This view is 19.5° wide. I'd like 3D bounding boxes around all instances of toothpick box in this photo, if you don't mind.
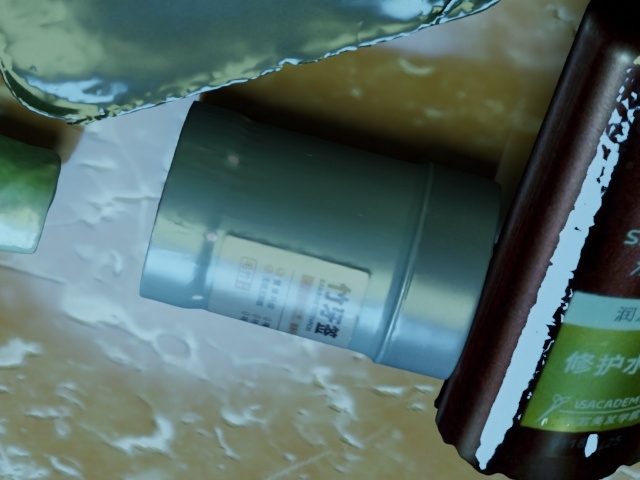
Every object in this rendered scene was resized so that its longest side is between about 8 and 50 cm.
[{"bbox_3d":[0.000,0.000,0.890,0.153,0.101,0.101,15,127,0],"label":"toothpick box"}]

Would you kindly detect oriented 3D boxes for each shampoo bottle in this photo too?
[{"bbox_3d":[0.151,-0.027,0.849,0.129,0.084,0.323,0,130,-23],"label":"shampoo bottle"}]

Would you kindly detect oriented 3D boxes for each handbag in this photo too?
[{"bbox_3d":[-0.061,-0.191,0.774,0.247,0.079,0.260,-12,123,17],"label":"handbag"}]

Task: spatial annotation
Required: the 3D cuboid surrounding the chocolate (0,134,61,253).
[{"bbox_3d":[-0.271,-0.055,0.897,0.291,0.110,0.110,16,127,-6],"label":"chocolate"}]
